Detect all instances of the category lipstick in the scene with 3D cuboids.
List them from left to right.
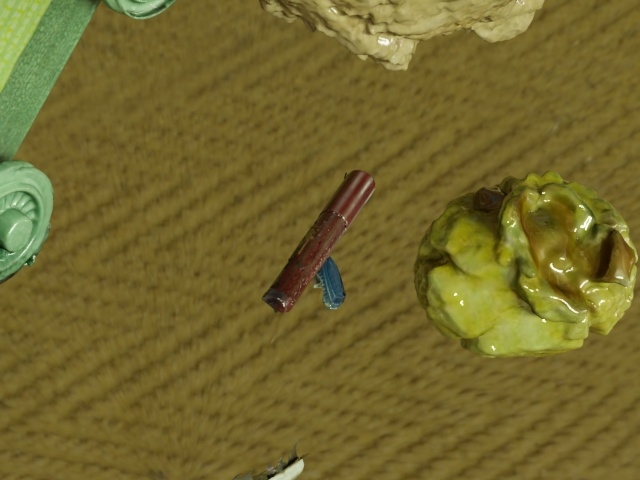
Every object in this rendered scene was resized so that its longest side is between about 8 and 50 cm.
[{"bbox_3d":[0.001,0.000,0.983,0.027,0.027,0.176,33,39,1],"label":"lipstick"}]

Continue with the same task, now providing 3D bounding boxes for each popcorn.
[{"bbox_3d":[0.251,0.032,1.594,0.270,0.258,0.224,-4,94,26],"label":"popcorn"}]

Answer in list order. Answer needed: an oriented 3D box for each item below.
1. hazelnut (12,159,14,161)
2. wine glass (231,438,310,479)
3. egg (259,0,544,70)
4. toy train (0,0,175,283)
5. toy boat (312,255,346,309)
[{"bbox_3d":[-0.433,-0.032,1.422,0.251,0.217,0.217,-31,83,-44],"label":"hazelnut"},{"bbox_3d":[-0.017,0.338,0.946,0.190,0.190,0.357,-23,86,-10],"label":"wine glass"},{"bbox_3d":[0.022,-0.123,0.435,0.140,0.116,0.118,19,119,-13],"label":"egg"},{"bbox_3d":[-0.264,-0.162,0.936,0.179,0.272,0.442,29,90,26],"label":"toy train"},{"bbox_3d":[0.006,0.050,1.704,0.038,0.038,0.083,-13,74,-8],"label":"toy boat"}]
